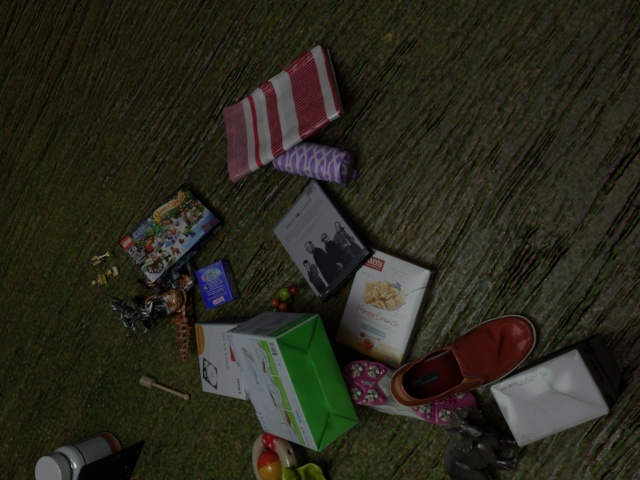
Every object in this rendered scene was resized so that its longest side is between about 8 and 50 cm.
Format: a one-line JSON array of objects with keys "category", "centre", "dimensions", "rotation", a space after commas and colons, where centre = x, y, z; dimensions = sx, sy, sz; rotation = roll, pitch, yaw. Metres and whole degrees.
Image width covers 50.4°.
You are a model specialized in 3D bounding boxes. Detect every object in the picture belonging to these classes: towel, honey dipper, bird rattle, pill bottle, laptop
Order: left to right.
[{"category": "pill bottle", "centre": [-0.673, 0.621, 1.899], "dimensions": [0.121, 0.221, 0.121], "rotation": [1, 92, 28]}, {"category": "laptop", "centre": [-0.556, 0.715, 1.835], "dimensions": [0.137, 0.234, 0.264], "rotation": [29, 104, 23]}, {"category": "honey dipper", "centre": [-0.427, 0.408, 1.877], "dimensions": [0.161, 0.030, 0.030], "rotation": [13, 97, 24]}, {"category": "bird rattle", "centre": [-0.110, 0.536, 1.666], "dimensions": [0.207, 0.143, 0.253], "rotation": [-48, 67, 37]}, {"category": "towel", "centre": [-0.101, -0.306, 1.632], "dimensions": [0.329, 0.037, 0.237], "rotation": [-29, 53, 25]}]

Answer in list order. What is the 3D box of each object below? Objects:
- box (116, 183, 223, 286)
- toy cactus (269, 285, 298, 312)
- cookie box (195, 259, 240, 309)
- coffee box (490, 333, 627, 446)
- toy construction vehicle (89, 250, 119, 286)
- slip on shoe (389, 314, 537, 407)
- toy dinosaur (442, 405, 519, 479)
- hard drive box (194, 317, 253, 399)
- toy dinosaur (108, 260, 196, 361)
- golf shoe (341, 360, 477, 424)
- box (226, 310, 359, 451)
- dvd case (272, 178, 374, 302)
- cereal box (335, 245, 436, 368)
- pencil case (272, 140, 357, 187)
[{"category": "box", "centre": [-0.393, -0.015, 1.782], "dimensions": [0.233, 0.044, 0.159], "rotation": [-44, 71, -9]}, {"category": "toy cactus", "centre": [-0.105, 0.220, 1.680], "dimensions": [0.180, 0.112, 0.219], "rotation": [-2, 93, 46]}, {"category": "cookie box", "centre": [-0.269, 0.116, 1.780], "dimensions": [0.092, 0.040, 0.107], "rotation": [-22, 81, 26]}, {"category": "coffee box", "centre": [0.452, 0.270, 1.266], "dimensions": [0.168, 0.297, 0.119], "rotation": [-31, 74, 25]}, {"category": "toy construction vehicle", "centre": [-0.634, 0.083, 1.972], "dimensions": [0.098, 0.035, 0.086], "rotation": [-21, 82, 26]}, {"category": "slip on shoe", "centre": [0.300, 0.252, 1.409], "dimensions": [0.331, 0.101, 0.123], "rotation": [-24, 76, -2]}, {"category": "toy dinosaur", "centre": [0.327, 0.454, 1.438], "dimensions": [0.160, 0.121, 0.313], "rotation": [19, 134, 15]}, {"category": "hard drive box", "centre": [-0.214, 0.285, 1.676], "dimensions": [0.232, 0.089, 0.181], "rotation": [-11, 86, 54]}, {"category": "toy dinosaur", "centre": [-0.423, 0.159, 1.810], "dimensions": [0.218, 0.164, 0.322], "rotation": [-22, 59, 10]}, {"category": "golf shoe", "centre": [0.193, 0.341, 1.518], "dimensions": [0.306, 0.140, 0.115], "rotation": [14, 71, 6]}, {"category": "box", "centre": [-0.069, 0.300, 1.491], "dimensions": [0.231, 0.127, 0.262], "rotation": [-7, 106, 57]}, {"category": "dvd case", "centre": [0.000, 0.000, 1.619], "dimensions": [0.179, 0.030, 0.238], "rotation": [-48, 62, 25]}, {"category": "cereal box", "centre": [0.147, 0.151, 1.561], "dimensions": [0.173, 0.047, 0.240], "rotation": [21, 101, 27]}, {"category": "pencil case", "centre": [-0.013, -0.188, 1.615], "dimensions": [0.206, 0.088, 0.086], "rotation": [17, 89, 26]}]
